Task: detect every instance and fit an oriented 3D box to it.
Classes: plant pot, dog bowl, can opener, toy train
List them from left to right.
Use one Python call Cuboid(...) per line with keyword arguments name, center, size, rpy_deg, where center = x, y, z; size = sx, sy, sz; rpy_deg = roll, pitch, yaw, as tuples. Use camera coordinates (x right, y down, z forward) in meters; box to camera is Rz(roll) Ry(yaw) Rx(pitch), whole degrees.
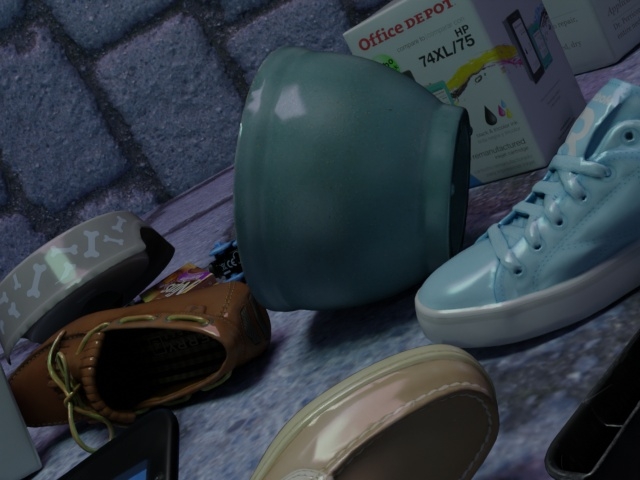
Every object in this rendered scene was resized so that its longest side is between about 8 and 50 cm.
Cuboid(name="dog bowl", center=(-0.433, 0.078, 1.234), size=(0.348, 0.102, 0.349), rpy_deg=(-40, -5, -4))
Cuboid(name="can opener", center=(-0.364, 0.165, 1.067), size=(0.093, 0.074, 0.280), rpy_deg=(16, 19, 3))
Cuboid(name="toy train", center=(-0.099, 0.010, 1.120), size=(0.184, 0.080, 0.105), rpy_deg=(-25, 7, 25))
Cuboid(name="plant pot", center=(0.056, -0.058, 0.735), size=(0.196, 0.293, 0.293), rpy_deg=(6, 28, 18))

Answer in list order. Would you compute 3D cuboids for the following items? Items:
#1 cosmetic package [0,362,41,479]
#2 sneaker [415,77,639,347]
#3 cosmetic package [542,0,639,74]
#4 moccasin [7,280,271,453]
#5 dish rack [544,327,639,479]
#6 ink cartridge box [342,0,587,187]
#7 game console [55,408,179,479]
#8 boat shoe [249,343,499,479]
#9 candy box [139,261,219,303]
Cuboid(name="cosmetic package", center=(-0.474, 0.250, 0.826), size=(0.151, 0.152, 0.183), rpy_deg=(-14, 7, 46))
Cuboid(name="sneaker", center=(0.225, -0.047, 0.554), size=(0.365, 0.150, 0.135), rpy_deg=(-28, 15, 7))
Cuboid(name="cosmetic package", center=(0.431, -0.537, 1.263), size=(0.329, 0.394, 0.327), rpy_deg=(-36, 16, -23))
Cuboid(name="moccasin", center=(-0.240, 0.160, 0.820), size=(0.379, 0.139, 0.147), rpy_deg=(-13, 12, 22))
Cuboid(name="dish rack", center=(0.249, 0.057, 0.268), size=(0.208, 0.074, 0.271), rpy_deg=(-40, 7, -27))
Cuboid(name="ink cartridge box", center=(0.208, -0.238, 0.960), size=(0.198, 0.270, 0.197), rpy_deg=(-15, 21, 45))
Cuboid(name="game console", center=(-0.210, 0.213, 0.309), size=(0.293, 0.250, 0.173), rpy_deg=(-107, 36, -58))
Cuboid(name="boat shoe", center=(-0.009, 0.180, 0.365), size=(0.302, 0.109, 0.098), rpy_deg=(-38, 22, -8))
Cuboid(name="candy box", center=(-0.232, 0.094, 1.138), size=(0.109, 0.053, 0.186), rpy_deg=(-35, 15, -16))
